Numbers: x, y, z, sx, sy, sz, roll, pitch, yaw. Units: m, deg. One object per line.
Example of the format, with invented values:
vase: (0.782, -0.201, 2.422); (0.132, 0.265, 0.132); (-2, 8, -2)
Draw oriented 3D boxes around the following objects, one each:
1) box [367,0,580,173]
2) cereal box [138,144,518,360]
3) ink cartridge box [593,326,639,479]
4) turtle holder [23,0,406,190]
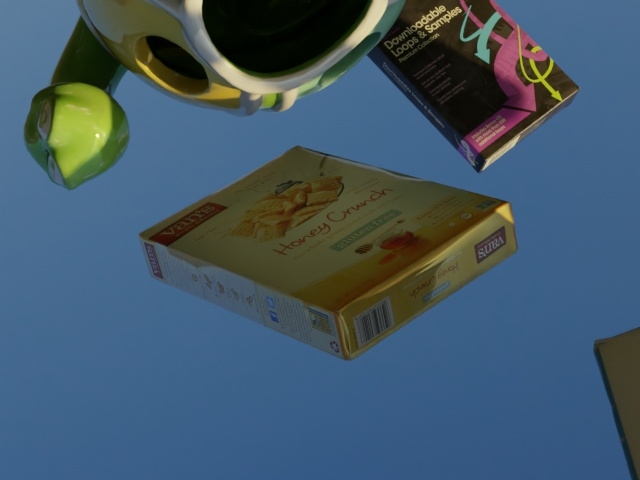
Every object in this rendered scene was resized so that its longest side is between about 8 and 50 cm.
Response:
box: (0.119, -0.148, 1.075); (0.116, 0.029, 0.162); (-37, -104, -23)
cereal box: (0.000, 0.000, 0.961); (0.173, 0.047, 0.240); (-31, -148, -32)
ink cartridge box: (0.290, 0.141, 0.754); (0.168, 0.232, 0.171); (-23, -120, 20)
turtle holder: (-0.078, -0.195, 0.890); (0.320, 0.243, 0.227); (-18, -146, -5)
